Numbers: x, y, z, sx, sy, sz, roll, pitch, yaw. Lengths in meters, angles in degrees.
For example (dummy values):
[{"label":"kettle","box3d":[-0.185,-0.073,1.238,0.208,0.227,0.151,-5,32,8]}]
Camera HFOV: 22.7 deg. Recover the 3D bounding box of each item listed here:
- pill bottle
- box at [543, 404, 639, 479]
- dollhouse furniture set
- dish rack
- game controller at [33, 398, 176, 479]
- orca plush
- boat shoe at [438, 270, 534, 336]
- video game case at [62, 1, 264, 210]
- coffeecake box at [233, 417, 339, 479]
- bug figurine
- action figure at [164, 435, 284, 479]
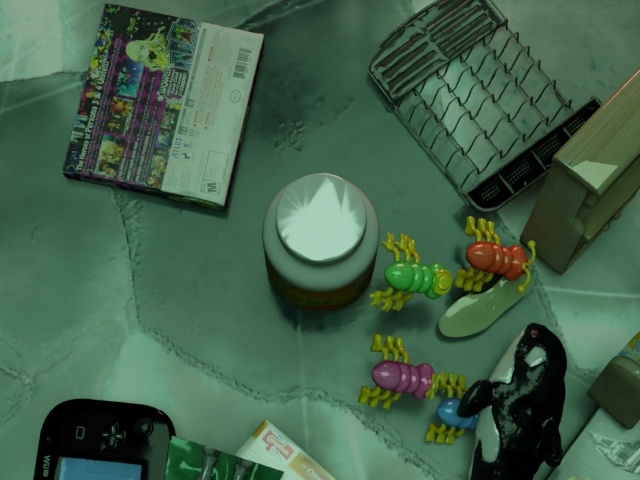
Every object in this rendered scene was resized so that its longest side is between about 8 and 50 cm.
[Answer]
[{"label":"pill bottle","box3d":[0.000,0.000,1.875,0.136,0.246,0.136,0,78,0]},{"label":"box","box3d":[0.363,0.311,1.908,0.183,0.056,0.231,37,80,7]},{"label":"dollhouse furniture set","box3d":[0.449,0.023,1.839,0.394,0.256,0.362,41,71,14]},{"label":"dish rack","box3d":[0.200,-0.183,2.004,0.208,0.074,0.271,-36,80,-8]},{"label":"game controller","box3d":[-0.267,0.349,1.891,0.166,0.067,0.319,6,77,1]},{"label":"orca plush","box3d":[0.228,0.242,1.864,0.151,0.102,0.287,42,77,-37]},{"label":"boat shoe","box3d":[0.201,0.075,1.966,0.133,0.042,0.049,-34,100,-5]},{"label":"video game case","box3d":[-0.196,-0.169,2.014,0.210,0.042,0.232,11,78,2]},{"label":"coffeecake box","box3d":[-0.070,0.329,1.895,0.142,0.068,0.185,40,81,9]},{"label":"bug figurine","box3d":[0.152,0.109,1.884,0.216,0.072,0.279,7,94,-32]},{"label":"action figure","box3d":[-0.141,0.354,1.826,0.137,0.063,0.232,17,82,2]}]
